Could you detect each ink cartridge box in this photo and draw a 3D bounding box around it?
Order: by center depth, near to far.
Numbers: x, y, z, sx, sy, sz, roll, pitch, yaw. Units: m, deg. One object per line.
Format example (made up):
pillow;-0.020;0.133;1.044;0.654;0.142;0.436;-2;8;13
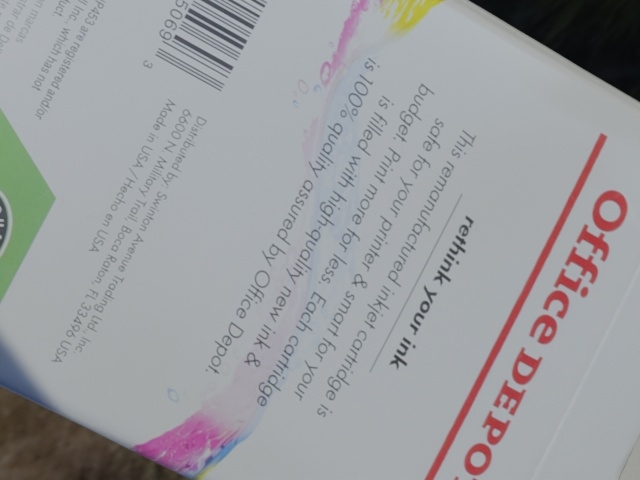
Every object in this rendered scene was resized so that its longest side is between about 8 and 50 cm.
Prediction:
ink cartridge box;0.000;0.000;0.767;0.353;0.207;0.119;29;176;-16

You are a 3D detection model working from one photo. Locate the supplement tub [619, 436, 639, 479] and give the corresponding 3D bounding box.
supplement tub;0.169;0.152;0.875;0.144;0.144;0.200;2;142;34
